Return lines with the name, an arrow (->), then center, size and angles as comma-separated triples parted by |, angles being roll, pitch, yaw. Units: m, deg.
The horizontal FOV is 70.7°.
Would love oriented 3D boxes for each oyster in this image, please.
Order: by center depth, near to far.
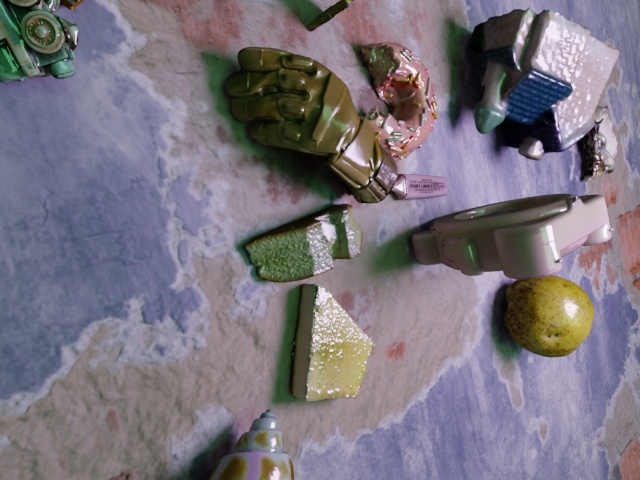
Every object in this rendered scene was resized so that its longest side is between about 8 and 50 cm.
oyster -> 0.872, -0.312, 1.416 | 0.222, 0.083, 0.215 | -27, 107, -39

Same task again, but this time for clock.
clock -> 0.361, -0.012, 0.890 | 0.283, 0.309, 0.114 | -20, 98, -35

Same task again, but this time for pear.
pear -> 0.537, 0.174, 1.089 | 0.197, 0.197, 0.198 | 2, 86, -36

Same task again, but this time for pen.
pen -> 0.202, -0.114, 0.952 | 0.197, 0.032, 0.053 | -7, 92, -37

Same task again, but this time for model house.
model house -> 0.487, -0.344, 1.060 | 0.298, 0.243, 0.285 | 10, 97, -22

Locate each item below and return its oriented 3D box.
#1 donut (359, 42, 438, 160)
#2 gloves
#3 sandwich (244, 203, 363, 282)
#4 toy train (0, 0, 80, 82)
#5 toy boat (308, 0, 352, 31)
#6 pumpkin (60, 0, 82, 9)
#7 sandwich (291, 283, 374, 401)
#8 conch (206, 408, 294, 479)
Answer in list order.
donut -> 0.153, -0.267, 0.894 | 0.199, 0.085, 0.233 | 19, 78, -35
gloves -> 0.000, -0.192, 0.744 | 0.331, 0.141, 0.154 | 38, 68, -28
sandwich -> 0.000, 0.000, 0.767 | 0.244, 0.088, 0.090 | -25, 106, -34
toy train -> -0.365, -0.275, 0.515 | 0.125, 0.081, 0.194 | -20, 111, -3
toy boat -> 0.027, -0.407, 0.790 | 0.016, 0.115, 0.063 | 49, 62, -24
pumpkin -> -0.323, -0.347, 0.574 | 0.083, 0.053, 0.074 | 45, 69, -29
sandwich -> 0.032, 0.180, 0.803 | 0.162, 0.058, 0.193 | 11, 80, -37
conch -> -0.114, 0.434, 0.601 | 0.368, 0.197, 0.250 | -51, 148, -24
